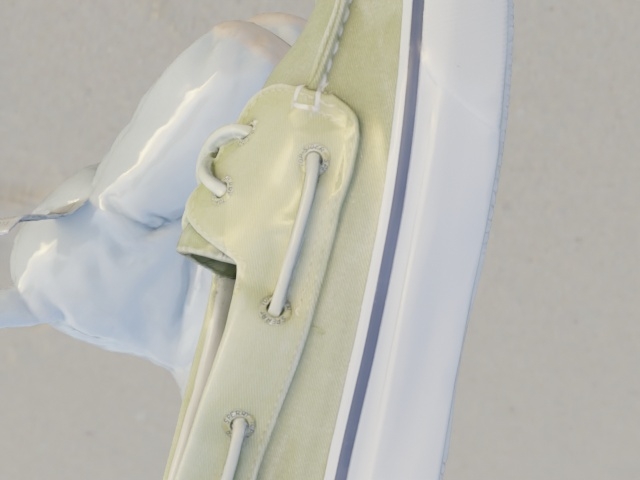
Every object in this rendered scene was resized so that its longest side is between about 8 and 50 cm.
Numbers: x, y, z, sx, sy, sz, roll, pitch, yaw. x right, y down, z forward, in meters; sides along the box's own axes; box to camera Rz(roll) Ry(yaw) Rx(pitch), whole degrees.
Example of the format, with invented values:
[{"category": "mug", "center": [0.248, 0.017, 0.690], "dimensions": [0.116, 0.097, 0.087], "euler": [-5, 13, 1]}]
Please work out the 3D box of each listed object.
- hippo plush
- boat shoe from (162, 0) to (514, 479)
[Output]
[{"category": "hippo plush", "center": [-0.035, 0.025, 0.890], "dimensions": [0.236, 0.294, 0.234], "euler": [47, 122, 1]}, {"category": "boat shoe", "center": [0.000, 0.000, 0.518], "dimensions": [0.094, 0.302, 0.109], "euler": [9, 172, -9]}]
